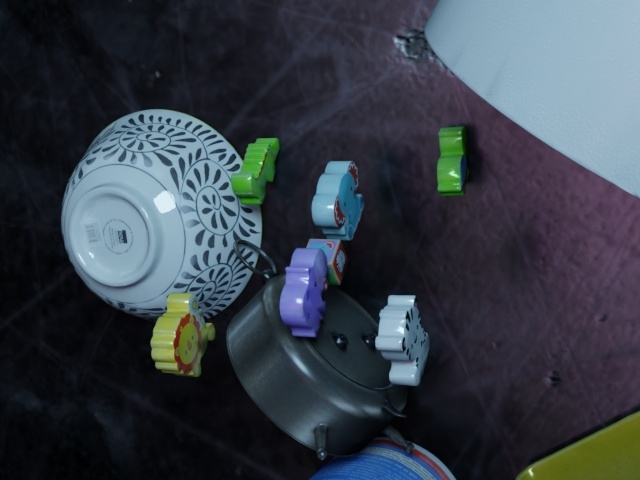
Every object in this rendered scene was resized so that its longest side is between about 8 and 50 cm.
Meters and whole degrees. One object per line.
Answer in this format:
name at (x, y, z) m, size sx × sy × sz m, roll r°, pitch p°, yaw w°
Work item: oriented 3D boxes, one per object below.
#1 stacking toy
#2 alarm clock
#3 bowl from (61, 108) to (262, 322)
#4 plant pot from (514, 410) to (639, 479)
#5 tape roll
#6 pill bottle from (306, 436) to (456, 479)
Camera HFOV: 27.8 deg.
stacking toy at (0.000, 0.000, 0.851) m, size 0.166 × 0.221 × 0.052 m, roll 0°, pitch 137°, yaw 22°
alarm clock at (-0.008, 0.068, 0.908) m, size 0.064 × 0.129 × 0.192 m, roll -49°, pitch 60°, yaw 23°
bowl at (-0.136, -0.010, 0.970) m, size 0.170 × 0.080 × 0.170 m, roll 5°, pitch 102°, yaw 23°
plant pot at (0.244, 0.225, 0.791) m, size 0.212 × 0.212 × 0.187 m, roll -33°, pitch 99°, yaw 26°
tape roll at (0.201, -0.131, 0.703) m, size 0.246 × 0.246 × 0.169 m, roll 34°, pitch 113°, yaw 14°
pill bottle at (0.012, 0.224, 0.874) m, size 0.124 × 0.221 × 0.124 m, roll 5°, pitch 103°, yaw 23°
